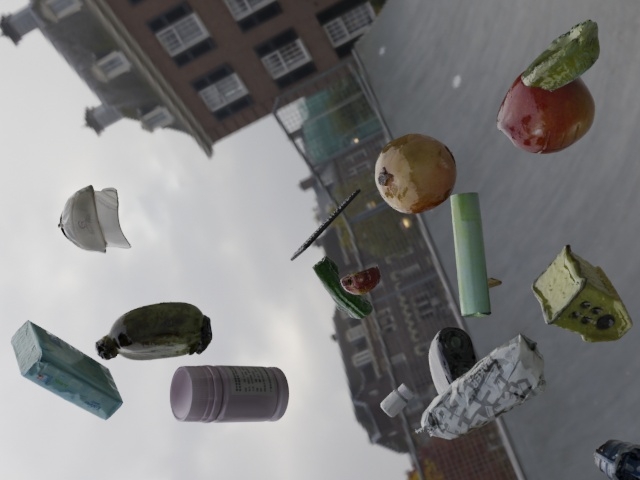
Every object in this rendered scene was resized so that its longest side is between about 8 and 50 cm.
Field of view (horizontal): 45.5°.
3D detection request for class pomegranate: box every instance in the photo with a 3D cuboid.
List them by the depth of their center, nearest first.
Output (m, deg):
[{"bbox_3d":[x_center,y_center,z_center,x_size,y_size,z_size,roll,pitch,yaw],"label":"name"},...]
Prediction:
[{"bbox_3d":[0.212,-0.155,1.721,0.191,0.191,0.191,60,-167,-23],"label":"pomegranate"}]

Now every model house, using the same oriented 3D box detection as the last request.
[{"bbox_3d":[0.715,0.152,2.023,0.234,0.174,0.193,21,-153,-14],"label":"model house"}]

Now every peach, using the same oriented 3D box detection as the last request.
[{"bbox_3d":[0.089,0.086,1.602,0.083,0.077,0.050,-19,-98,-42],"label":"peach"},{"bbox_3d":[0.636,-0.382,2.193,0.248,0.275,0.245,28,136,54],"label":"peach"}]

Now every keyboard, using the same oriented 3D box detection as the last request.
[{"bbox_3d":[-0.010,-0.008,2.045,0.041,0.103,0.381,40,-125,-7],"label":"keyboard"}]

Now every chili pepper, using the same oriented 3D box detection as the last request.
[{"bbox_3d":[0.063,0.151,2.319,0.253,0.083,0.099,50,-157,-26],"label":"chili pepper"}]

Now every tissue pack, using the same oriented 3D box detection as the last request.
[{"bbox_3d":[-0.619,0.320,1.860,0.263,0.089,0.177,46,177,-39],"label":"tissue pack"}]

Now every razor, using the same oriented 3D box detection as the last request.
[{"bbox_3d":[0.371,0.376,2.126,0.349,0.113,0.204,78,176,-64],"label":"razor"}]

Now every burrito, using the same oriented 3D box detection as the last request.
[{"bbox_3d":[0.376,0.379,1.824,0.139,0.445,0.101,42,-140,3],"label":"burrito"}]

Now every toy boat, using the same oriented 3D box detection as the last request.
[{"bbox_3d":[0.883,0.639,2.147,0.309,0.129,0.142,24,180,-43],"label":"toy boat"}]

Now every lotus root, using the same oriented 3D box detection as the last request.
[{"bbox_3d":[-0.452,0.248,2.062,0.173,0.309,0.173,173,90,-74],"label":"lotus root"}]

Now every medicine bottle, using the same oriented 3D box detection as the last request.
[{"bbox_3d":[-0.207,0.353,1.752,0.250,0.133,0.133,6,-129,-34],"label":"medicine bottle"},{"bbox_3d":[0.209,0.433,2.069,0.052,0.089,0.052,44,-176,-4],"label":"medicine bottle"}]

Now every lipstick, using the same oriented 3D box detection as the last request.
[{"bbox_3d":[0.366,0.036,1.862,0.076,0.076,0.304,11,-107,-76],"label":"lipstick"}]

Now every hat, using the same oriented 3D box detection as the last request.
[{"bbox_3d":[-0.663,-0.042,2.230,0.226,0.164,0.219,18,122,59],"label":"hat"}]

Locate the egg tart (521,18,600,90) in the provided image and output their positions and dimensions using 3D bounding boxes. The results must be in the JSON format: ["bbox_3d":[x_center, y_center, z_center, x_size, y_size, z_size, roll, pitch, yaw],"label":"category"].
[{"bbox_3d":[0.522,-0.388,1.641,0.078,0.197,0.197,51,-166,-9],"label":"egg tart"}]

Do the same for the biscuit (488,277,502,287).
[{"bbox_3d":[0.471,0.127,2.191,0.083,0.081,0.018,-154,48,-82],"label":"biscuit"}]
